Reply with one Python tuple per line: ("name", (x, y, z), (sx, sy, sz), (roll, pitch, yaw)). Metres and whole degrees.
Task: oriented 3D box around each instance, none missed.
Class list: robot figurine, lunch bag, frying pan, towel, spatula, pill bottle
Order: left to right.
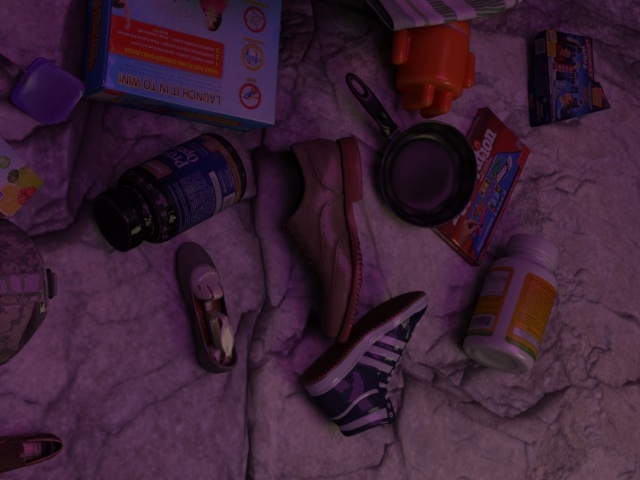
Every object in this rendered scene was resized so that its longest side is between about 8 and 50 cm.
("lunch bag", (-0.511, 0.063, 1.350), (0.305, 0.256, 0.213), (-3, 87, -37))
("spatula", (-0.472, -0.267, 1.549), (0.296, 0.030, 0.084), (35, 90, -26))
("pill bottle", (-0.228, -0.070, 1.659), (0.219, 0.123, 0.123), (-31, 104, -35))
("frying pan", (0.140, -0.146, 1.976), (0.326, 0.053, 0.197), (24, 88, -21))
("towel", (0.188, -0.487, 1.986), (0.324, 0.038, 0.248), (-16, 60, -36))
("robot figurine", (0.209, -0.337, 2.010), (0.158, 0.128, 0.219), (8, 78, 6))
("pill bottle", (0.371, 0.117, 2.081), (0.136, 0.136, 0.246), (35, 66, -29))

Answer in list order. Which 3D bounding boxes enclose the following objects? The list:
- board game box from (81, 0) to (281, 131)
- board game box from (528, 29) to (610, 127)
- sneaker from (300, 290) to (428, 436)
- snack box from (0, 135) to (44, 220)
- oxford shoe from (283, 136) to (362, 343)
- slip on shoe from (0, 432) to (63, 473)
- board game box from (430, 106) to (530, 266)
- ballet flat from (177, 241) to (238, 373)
("board game box", (-0.210, -0.348, 1.721), (0.308, 0.086, 0.302), (9, 81, -36))
("board game box", (0.519, -0.328, 2.283), (0.194, 0.060, 0.194), (1, 85, -38))
("sneaker", (0.107, 0.218, 1.896), (0.282, 0.099, 0.153), (-38, 104, -26))
("snack box", (-0.472, -0.096, 1.531), (0.141, 0.037, 0.100), (50, 58, -22))
("oxford shoe", (0.000, 0.000, 1.852), (0.130, 0.123, 0.348), (-1, 87, -11))
("slip on shoe", (-0.424, 0.297, 1.527), (0.135, 0.041, 0.051), (-2, 87, -37))
("board game box", (0.309, -0.106, 2.125), (0.145, 0.027, 0.281), (39, 64, -26))
("ballet flat", (-0.169, 0.104, 1.720), (0.072, 0.068, 0.213), (-14, 94, -37))
